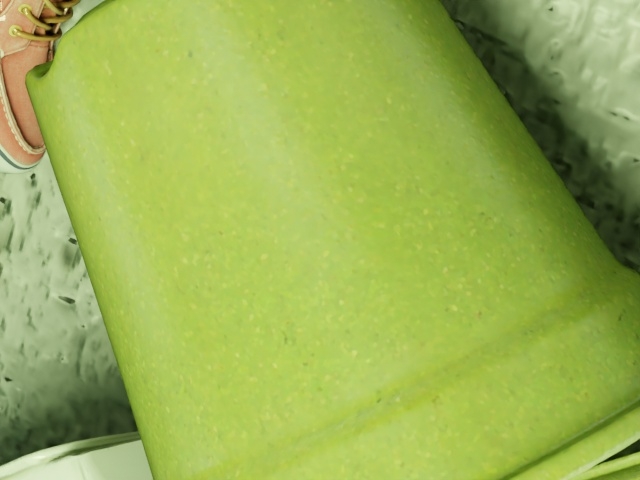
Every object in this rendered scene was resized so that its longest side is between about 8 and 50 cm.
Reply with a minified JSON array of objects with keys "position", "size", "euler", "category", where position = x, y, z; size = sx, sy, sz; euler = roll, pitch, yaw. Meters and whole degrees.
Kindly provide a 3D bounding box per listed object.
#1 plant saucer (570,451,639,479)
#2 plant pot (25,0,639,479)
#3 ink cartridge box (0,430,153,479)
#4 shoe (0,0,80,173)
[{"position":[0.161,0.195,0.905],"size":[0.188,0.045,0.188],"euler":[-22,101,27],"category":"plant saucer"},{"position":[0.000,0.000,0.784],"size":[0.276,0.276,0.254],"euler":[-27,89,28],"category":"plant pot"},{"position":[-0.120,0.320,0.918],"size":[0.285,0.166,0.395],"euler":[-24,80,31],"category":"ink cartridge box"},{"position":[-0.150,-0.121,0.884],"size":[0.081,0.063,0.178],"euler":[-3,106,28],"category":"shoe"}]
